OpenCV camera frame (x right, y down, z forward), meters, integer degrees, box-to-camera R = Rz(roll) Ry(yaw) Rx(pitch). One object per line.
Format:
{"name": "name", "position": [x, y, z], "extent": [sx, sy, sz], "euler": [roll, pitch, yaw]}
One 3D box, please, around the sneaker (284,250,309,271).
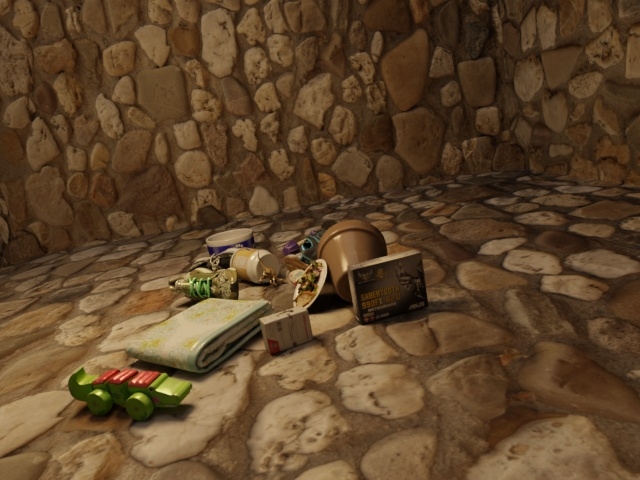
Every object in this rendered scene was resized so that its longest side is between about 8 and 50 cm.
{"name": "sneaker", "position": [-0.040, 0.090, 2.017], "extent": [0.153, 0.099, 0.282], "euler": [-17, 13, -21]}

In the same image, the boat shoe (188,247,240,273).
{"name": "boat shoe", "position": [-0.492, 0.116, 2.219], "extent": [0.306, 0.113, 0.105], "euler": [-8, 20, 21]}

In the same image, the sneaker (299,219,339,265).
{"name": "sneaker", "position": [0.000, 0.000, 1.932], "extent": [0.140, 0.125, 0.341], "euler": [20, 28, -6]}

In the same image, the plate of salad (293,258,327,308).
{"name": "plate of salad", "position": [-0.046, 0.151, 1.638], "extent": [0.048, 0.199, 0.200], "euler": [29, -1, -22]}

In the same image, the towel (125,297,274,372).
{"name": "towel", "position": [-0.366, 0.288, 1.488], "extent": [0.321, 0.090, 0.374], "euler": [-4, 15, 35]}

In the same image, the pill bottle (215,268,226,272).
{"name": "pill bottle", "position": [-0.445, 0.167, 2.069], "extent": [0.065, 0.065, 0.116], "euler": [-7, 15, 14]}

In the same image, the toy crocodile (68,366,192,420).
{"name": "toy crocodile", "position": [-0.481, 0.372, 1.183], "extent": [0.341, 0.105, 0.115], "euler": [-4, 15, 23]}

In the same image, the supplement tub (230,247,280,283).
{"name": "supplement tub", "position": [-0.282, 0.108, 2.020], "extent": [0.144, 0.144, 0.200], "euler": [-21, 18, -39]}

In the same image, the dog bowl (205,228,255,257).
{"name": "dog bowl", "position": [-0.504, 0.017, 2.638], "extent": [0.265, 0.104, 0.265], "euler": [-9, 13, 2]}

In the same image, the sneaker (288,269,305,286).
{"name": "sneaker", "position": [-0.086, 0.155, 1.870], "extent": [0.075, 0.057, 0.161], "euler": [-15, 16, -43]}

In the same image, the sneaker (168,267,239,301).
{"name": "sneaker", "position": [-0.448, 0.183, 1.770], "extent": [0.182, 0.158, 0.410], "euler": [-2, -2, -40]}

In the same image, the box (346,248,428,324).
{"name": "box", "position": [0.209, 0.142, 1.448], "extent": [0.231, 0.183, 0.056], "euler": [-12, 14, -12]}

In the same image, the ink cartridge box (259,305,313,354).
{"name": "ink cartridge box", "position": [-0.100, 0.260, 1.370], "extent": [0.135, 0.099, 0.056], "euler": [-14, 13, -21]}

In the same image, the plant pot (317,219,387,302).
{"name": "plant pot", "position": [0.122, 0.092, 1.654], "extent": [0.263, 0.263, 0.229], "euler": [-10, 31, 2]}

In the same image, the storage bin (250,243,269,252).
{"name": "storage bin", "position": [-0.305, 0.081, 2.292], "extent": [0.091, 0.098, 0.135], "euler": [17, 12, -5]}

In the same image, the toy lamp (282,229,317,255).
{"name": "toy lamp", "position": [-0.099, 0.015, 2.405], "extent": [0.080, 0.080, 0.275], "euler": [-1, 17, 32]}

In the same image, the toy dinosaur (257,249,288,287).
{"name": "toy dinosaur", "position": [-0.216, 0.133, 1.911], "extent": [0.053, 0.183, 0.092], "euler": [-35, 17, 30]}
